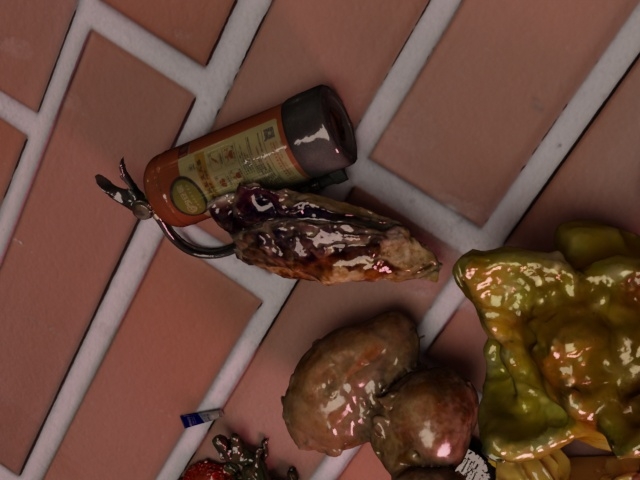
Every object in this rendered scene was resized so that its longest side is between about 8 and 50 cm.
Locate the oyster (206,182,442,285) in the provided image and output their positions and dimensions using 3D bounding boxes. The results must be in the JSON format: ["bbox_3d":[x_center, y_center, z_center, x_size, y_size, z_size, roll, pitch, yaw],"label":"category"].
[{"bbox_3d":[-0.003,0.010,1.118,0.271,0.275,0.100,-7,65,47],"label":"oyster"}]

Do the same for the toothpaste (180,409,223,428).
[{"bbox_3d":[-0.200,0.299,1.368,0.083,0.015,0.024,-17,95,27],"label":"toothpaste"}]

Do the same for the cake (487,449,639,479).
[{"bbox_3d":[0.359,0.407,1.116,0.227,0.222,0.286,-7,106,18],"label":"cake"}]

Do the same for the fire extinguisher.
[{"bbox_3d":[-0.125,-0.071,1.154,0.376,0.113,0.200,-17,104,22],"label":"fire extinguisher"}]

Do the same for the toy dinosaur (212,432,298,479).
[{"bbox_3d":[-0.134,0.412,1.351,0.179,0.087,0.187,-33,78,23],"label":"toy dinosaur"}]

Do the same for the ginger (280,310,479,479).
[{"bbox_3d":[0.103,0.245,1.146,0.304,0.155,0.245,34,81,28],"label":"ginger"}]

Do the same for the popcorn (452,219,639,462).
[{"bbox_3d":[0.314,0.136,1.002,0.321,0.290,0.326,34,93,21],"label":"popcorn"}]

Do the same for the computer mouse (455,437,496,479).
[{"bbox_3d":[0.189,0.330,1.232,0.172,0.057,0.099,26,98,5],"label":"computer mouse"}]

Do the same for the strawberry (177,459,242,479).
[{"bbox_3d":[-0.193,0.431,1.395,0.152,0.048,0.104,-25,97,20],"label":"strawberry"}]
